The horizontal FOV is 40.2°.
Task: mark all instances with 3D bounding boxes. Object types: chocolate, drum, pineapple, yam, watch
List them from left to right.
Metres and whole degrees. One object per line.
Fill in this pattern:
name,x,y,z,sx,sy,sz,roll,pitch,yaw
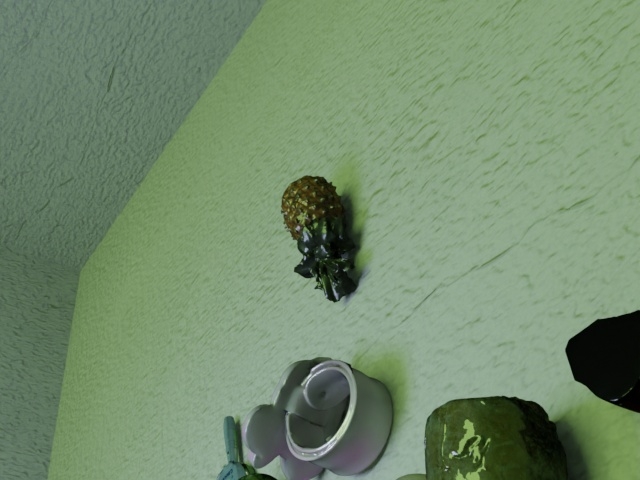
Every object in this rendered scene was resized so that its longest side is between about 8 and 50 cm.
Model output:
drum,-0.190,0.497,1.980,0.130,0.049,0.253,-43,36,41
pineapple,0.000,0.000,1.922,0.170,0.141,0.310,-48,40,26
watch,0.002,0.339,1.605,0.217,0.211,0.248,8,69,54
yam,0.232,0.359,1.147,0.195,0.195,0.300,-37,41,46
chocolate,0.396,0.154,1.118,0.125,0.080,0.149,-54,20,2

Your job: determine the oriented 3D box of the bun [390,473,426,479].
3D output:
bun,0.163,0.431,1.289,0.173,0.120,0.172,175,90,-87

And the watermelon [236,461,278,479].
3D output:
watermelon,-0.127,0.525,1.748,0.140,0.141,0.187,-57,26,22
